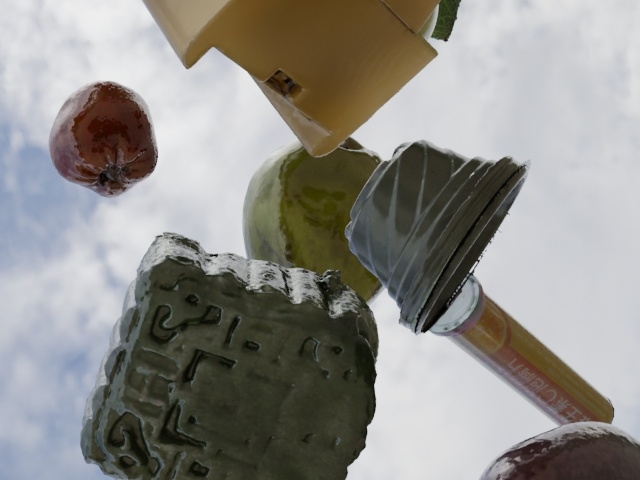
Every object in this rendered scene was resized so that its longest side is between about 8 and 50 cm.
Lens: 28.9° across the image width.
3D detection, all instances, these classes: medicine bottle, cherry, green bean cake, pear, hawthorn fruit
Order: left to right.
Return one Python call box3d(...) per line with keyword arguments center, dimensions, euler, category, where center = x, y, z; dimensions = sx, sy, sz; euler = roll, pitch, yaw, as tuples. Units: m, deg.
box3d(center=(-0.262, -0.129, 1.504), dimensions=(0.133, 0.133, 0.138), euler=(27, -143, -45), category="hawthorn fruit")
box3d(center=(-0.071, 0.119, 1.056), dimensions=(0.227, 0.125, 0.222), euler=(19, -80, -13), category="green bean cake")
box3d(center=(0.000, 0.000, 2.079), dimensions=(0.287, 0.287, 0.375), euler=(17, -92, -48), category="pear")
box3d(center=(0.326, 0.193, 1.976), dimensions=(0.426, 0.108, 0.108), euler=(37, -124, -36), category="medicine bottle")
box3d(center=(0.234, 0.272, 1.166), dimensions=(0.266, 0.183, 0.213), euler=(33, -81, -40), category="cherry")

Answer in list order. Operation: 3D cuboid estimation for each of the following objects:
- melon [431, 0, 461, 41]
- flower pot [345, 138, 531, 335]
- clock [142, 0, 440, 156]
box3d(center=(0.056, -0.366, 1.486), dimensions=(0.169, 0.129, 0.265), euler=(2, -142, -43), category="melon")
box3d(center=(0.119, -0.022, 1.387), dimensions=(0.140, 0.235, 0.235), euler=(35, -138, 13), category="flower pot")
box3d(center=(-0.067, -0.249, 0.976), dimensions=(0.200, 0.317, 0.244), euler=(-46, -32, 5), category="clock")
